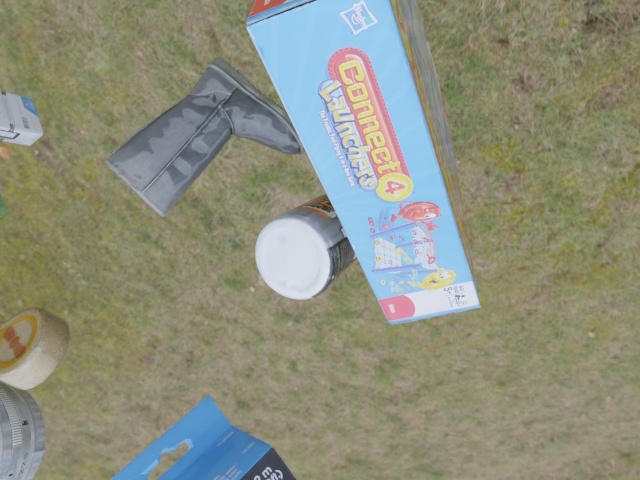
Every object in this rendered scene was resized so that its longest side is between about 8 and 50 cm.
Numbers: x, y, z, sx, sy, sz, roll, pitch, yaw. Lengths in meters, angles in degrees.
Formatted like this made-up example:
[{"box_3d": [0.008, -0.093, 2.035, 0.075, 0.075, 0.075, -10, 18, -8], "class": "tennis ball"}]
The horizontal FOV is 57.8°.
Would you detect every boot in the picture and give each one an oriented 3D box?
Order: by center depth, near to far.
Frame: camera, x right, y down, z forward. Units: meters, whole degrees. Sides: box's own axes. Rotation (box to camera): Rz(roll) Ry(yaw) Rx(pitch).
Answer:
[{"box_3d": [-0.146, -0.115, 0.768, 0.189, 0.209, 0.076, 38, 164, 0], "class": "boot"}]

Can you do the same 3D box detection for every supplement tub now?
[{"box_3d": [0.000, 0.000, 0.820, 0.116, 0.190, 0.117, 7, 108, 22], "class": "supplement tub"}]

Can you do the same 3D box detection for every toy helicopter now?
[{"box_3d": [-0.415, 0.111, 0.671, 0.354, 0.235, 0.140, -7, 141, 28], "class": "toy helicopter"}]

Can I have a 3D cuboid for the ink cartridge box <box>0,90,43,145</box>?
[{"box_3d": [-0.349, -0.135, 0.625, 0.028, 0.083, 0.048, -28, 77, 23], "class": "ink cartridge box"}]

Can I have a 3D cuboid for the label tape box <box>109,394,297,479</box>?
[{"box_3d": [-0.145, 0.442, 0.886, 0.334, 0.240, 0.106, 55, 145, -4], "class": "label tape box"}]

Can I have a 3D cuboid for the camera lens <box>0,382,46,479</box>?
[{"box_3d": [-0.592, 0.320, 0.869, 0.219, 0.220, 0.274, 5, 171, 17], "class": "camera lens"}]

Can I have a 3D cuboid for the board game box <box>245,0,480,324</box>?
[{"box_3d": [0.057, -0.138, 0.528, 0.086, 0.302, 0.308, -13, 133, 17], "class": "board game box"}]

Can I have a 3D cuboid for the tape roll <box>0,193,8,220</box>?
[{"box_3d": [-0.472, 0.005, 0.543, 0.321, 0.321, 0.077, -18, 100, 35], "class": "tape roll"}]
